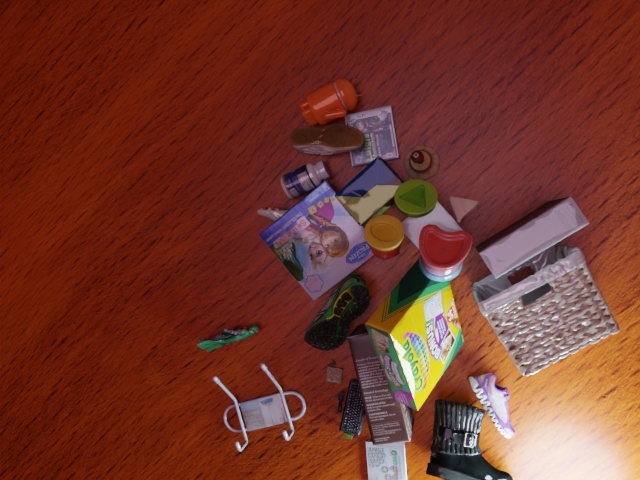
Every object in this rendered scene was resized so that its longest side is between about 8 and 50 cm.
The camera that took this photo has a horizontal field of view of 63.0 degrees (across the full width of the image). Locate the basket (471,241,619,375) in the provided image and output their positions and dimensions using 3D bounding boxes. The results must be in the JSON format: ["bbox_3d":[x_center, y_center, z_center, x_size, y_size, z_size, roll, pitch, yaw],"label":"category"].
[{"bbox_3d":[0.680,0.197,1.612,0.328,0.331,0.266,-32,87,14],"label":"basket"}]

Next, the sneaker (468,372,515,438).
[{"bbox_3d":[0.603,0.551,1.772,0.104,0.095,0.236,-30,84,6],"label":"sneaker"}]

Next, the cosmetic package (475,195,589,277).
[{"bbox_3d":[0.622,-0.012,1.591,0.284,0.377,0.097,-32,84,14],"label":"cosmetic package"}]

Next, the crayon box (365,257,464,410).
[{"bbox_3d":[0.310,0.295,1.646,0.106,0.313,0.363,12,136,41],"label":"crayon box"}]

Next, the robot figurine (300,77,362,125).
[{"bbox_3d":[0.039,-0.490,1.848,0.219,0.158,0.128,-25,103,14],"label":"robot figurine"}]

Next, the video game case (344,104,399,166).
[{"bbox_3d":[0.183,-0.372,1.870,0.173,0.022,0.190,-9,90,15],"label":"video game case"}]

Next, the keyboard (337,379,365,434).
[{"bbox_3d":[0.112,0.604,1.900,0.108,0.023,0.180,13,76,5],"label":"keyboard"}]

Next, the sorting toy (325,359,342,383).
[{"bbox_3d":[0.053,0.489,1.948,0.062,0.012,0.083,9,98,19],"label":"sorting toy"}]

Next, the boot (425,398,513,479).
[{"bbox_3d":[0.529,0.702,1.778,0.348,0.131,0.260,22,67,-15],"label":"boot"}]

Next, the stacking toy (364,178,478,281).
[{"bbox_3d":[0.318,-0.025,1.609,0.309,0.130,0.279,22,66,21],"label":"stacking toy"}]

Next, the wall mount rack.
[{"bbox_3d":[-0.246,0.617,1.971,0.350,0.130,0.304,-18,88,14],"label":"wall mount rack"}]

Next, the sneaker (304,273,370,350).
[{"bbox_3d":[0.064,0.265,1.887,0.134,0.146,0.343,33,116,-14],"label":"sneaker"}]

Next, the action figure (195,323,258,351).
[{"bbox_3d":[-0.346,0.366,2.004,0.232,0.137,0.063,-16,76,6],"label":"action figure"}]

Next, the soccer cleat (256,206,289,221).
[{"bbox_3d":[-0.146,-0.083,1.947,0.196,0.068,0.076,7,97,11],"label":"soccer cleat"}]

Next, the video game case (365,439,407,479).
[{"bbox_3d":[0.241,0.813,1.911,0.143,0.019,0.157,-4,92,15],"label":"video game case"}]

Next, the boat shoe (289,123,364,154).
[{"bbox_3d":[0.031,-0.353,1.876,0.277,0.096,0.098,6,70,22],"label":"boat shoe"}]

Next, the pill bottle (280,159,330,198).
[{"bbox_3d":[-0.053,-0.225,1.900,0.169,0.094,0.094,-24,86,14],"label":"pill bottle"}]

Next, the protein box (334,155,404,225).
[{"bbox_3d":[0.181,-0.165,1.787,0.200,0.201,0.136,-41,82,13],"label":"protein box"}]

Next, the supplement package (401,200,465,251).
[{"bbox_3d":[0.384,-0.027,1.741,0.149,0.203,0.194,-41,82,12],"label":"supplement package"}]

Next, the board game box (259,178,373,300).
[{"bbox_3d":[0.000,0.000,1.883,0.319,0.066,0.318,-39,94,13],"label":"board game box"}]

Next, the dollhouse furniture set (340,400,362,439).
[{"bbox_3d":[0.118,0.642,1.914,0.076,0.058,0.151,17,97,13],"label":"dollhouse furniture set"}]

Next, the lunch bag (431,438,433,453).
[{"bbox_3d":[0.426,0.749,1.844,0.071,0.053,0.083,-2,82,12],"label":"lunch bag"}]

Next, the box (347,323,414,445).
[{"bbox_3d":[0.214,0.486,1.815,0.143,0.191,0.381,-12,89,15],"label":"box"}]

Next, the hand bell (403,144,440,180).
[{"bbox_3d":[0.327,-0.270,1.724,0.126,0.242,0.126,0,92,14],"label":"hand bell"}]
